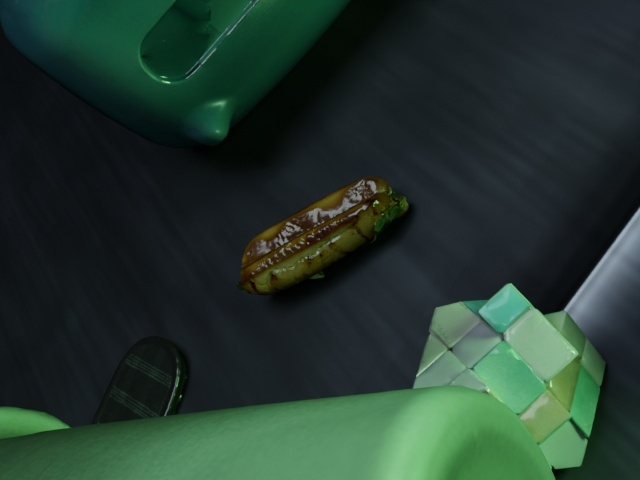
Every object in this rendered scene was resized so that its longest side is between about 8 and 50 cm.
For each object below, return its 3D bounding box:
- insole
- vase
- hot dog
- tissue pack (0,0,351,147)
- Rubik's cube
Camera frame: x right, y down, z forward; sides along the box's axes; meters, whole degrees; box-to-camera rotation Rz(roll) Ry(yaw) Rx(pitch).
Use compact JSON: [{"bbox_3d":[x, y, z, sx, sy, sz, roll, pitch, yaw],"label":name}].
[{"bbox_3d":[-0.165,0.208,0.689,0.110,0.012,0.309,15,78,49],"label":"insole"},{"bbox_3d":[-0.045,0.170,0.452,0.291,0.245,0.245,-14,56,28],"label":"vase"},{"bbox_3d":[0.000,0.000,0.640,0.122,0.037,0.049,-26,38,25],"label":"hot dog"},{"bbox_3d":[-0.079,-0.208,0.719,0.287,0.198,0.206,-47,40,9],"label":"tissue pack"},{"bbox_3d":[0.091,0.060,0.479,0.073,0.075,0.084,-15,55,41],"label":"Rubik's cube"}]
